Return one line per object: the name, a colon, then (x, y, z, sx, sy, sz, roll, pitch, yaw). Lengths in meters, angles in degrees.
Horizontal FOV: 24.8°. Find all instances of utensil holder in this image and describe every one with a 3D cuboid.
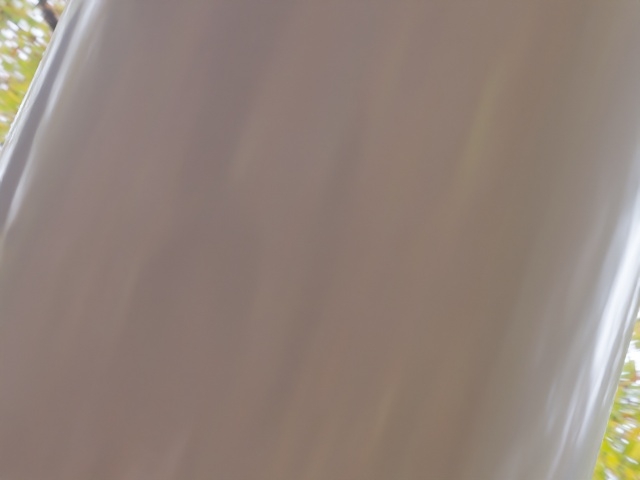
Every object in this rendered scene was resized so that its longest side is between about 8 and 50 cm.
utensil holder: (0.000, 0.000, 0.705, 0.327, 0.328, 0.386, 16, -113, 9)
